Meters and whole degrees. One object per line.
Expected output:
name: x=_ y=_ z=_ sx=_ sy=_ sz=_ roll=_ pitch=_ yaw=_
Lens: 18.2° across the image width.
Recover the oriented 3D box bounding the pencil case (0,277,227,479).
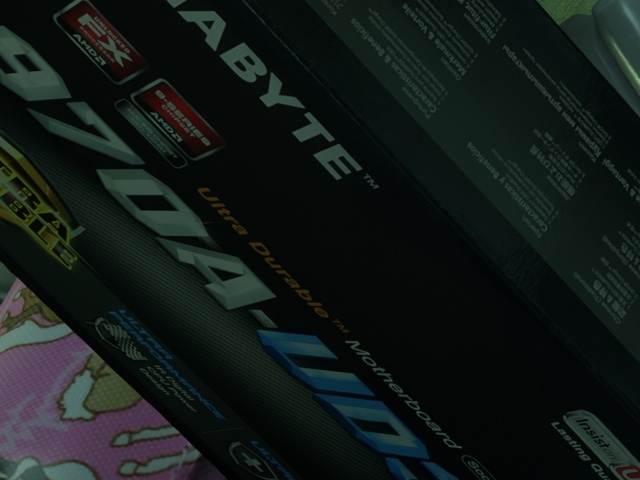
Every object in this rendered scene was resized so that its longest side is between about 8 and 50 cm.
pencil case: x=-0.045 y=0.059 z=0.623 sx=0.160 sy=0.167 sz=0.386 roll=14 pitch=50 yaw=19

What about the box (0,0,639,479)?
box: x=0.000 y=0.000 z=0.443 sx=0.051 sy=0.220 sz=0.175 roll=-52 pitch=18 yaw=-27

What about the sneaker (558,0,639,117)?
sneaker: x=0.128 y=-0.041 z=0.541 sx=0.236 sy=0.104 sz=0.095 roll=-50 pitch=38 yaw=29

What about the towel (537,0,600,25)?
towel: x=0.124 y=-0.107 z=0.807 sx=0.148 sy=0.027 sz=0.110 roll=-28 pitch=26 yaw=44

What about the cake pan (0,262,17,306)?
cake pan: x=-0.063 y=-0.074 z=0.914 sx=0.293 sy=0.054 sz=0.293 roll=-15 pitch=32 yaw=10
